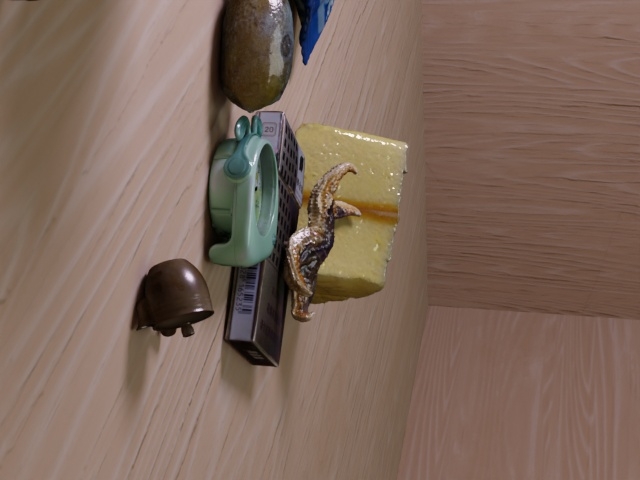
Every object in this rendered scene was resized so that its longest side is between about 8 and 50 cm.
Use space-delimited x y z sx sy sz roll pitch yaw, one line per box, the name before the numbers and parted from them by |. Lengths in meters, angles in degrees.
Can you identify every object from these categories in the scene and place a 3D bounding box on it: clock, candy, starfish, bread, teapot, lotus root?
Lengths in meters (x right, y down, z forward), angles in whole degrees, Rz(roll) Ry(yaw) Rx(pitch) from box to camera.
clock | -0.095 -0.064 1.479 0.148 0.060 0.188 -19 112 -77
candy | -0.002 -0.449 1.817 0.187 0.077 0.331 88 11 -61
starfish | -0.002 -0.001 1.703 0.216 0.071 0.238 -40 150 -76
bread | -0.008 -0.038 1.905 0.236 0.199 0.263 159 -57 -68
teapot | -0.162 0.070 1.233 0.110 0.085 0.080 136 -60 -64
lotus root | -0.078 -0.252 1.447 0.113 0.088 0.192 -161 -106 -85

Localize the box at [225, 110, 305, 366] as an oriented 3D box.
box | -0.073 0.001 1.650 0.180 0.047 0.324 61 34 -71
